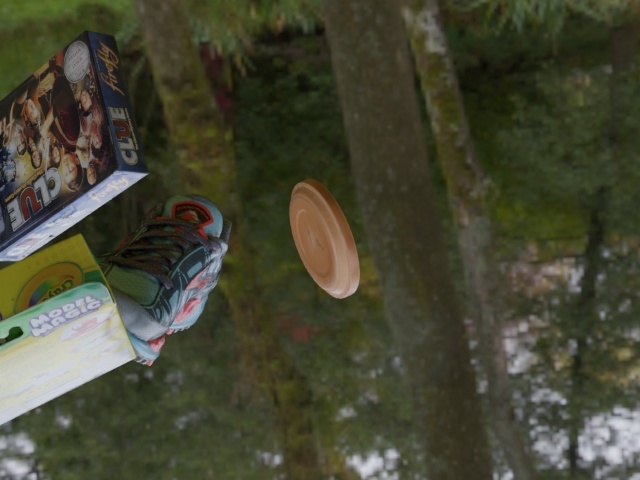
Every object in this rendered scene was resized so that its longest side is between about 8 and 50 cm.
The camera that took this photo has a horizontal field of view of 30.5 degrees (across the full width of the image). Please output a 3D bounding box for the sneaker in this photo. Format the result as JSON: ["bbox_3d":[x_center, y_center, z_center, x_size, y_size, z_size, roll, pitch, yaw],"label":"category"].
[{"bbox_3d":[-0.138,0.013,0.959,0.104,0.125,0.262,32,-171,1],"label":"sneaker"}]

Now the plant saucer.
[{"bbox_3d":[0.000,0.000,0.788,0.013,0.083,0.083,-22,-169,-21],"label":"plant saucer"}]

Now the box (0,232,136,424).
[{"bbox_3d":[-0.152,0.051,0.591,0.105,0.043,0.179,-26,171,-12],"label":"box"}]

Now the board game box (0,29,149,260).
[{"bbox_3d":[-0.295,-0.097,1.282,0.243,0.165,0.042,-29,160,36],"label":"board game box"}]
